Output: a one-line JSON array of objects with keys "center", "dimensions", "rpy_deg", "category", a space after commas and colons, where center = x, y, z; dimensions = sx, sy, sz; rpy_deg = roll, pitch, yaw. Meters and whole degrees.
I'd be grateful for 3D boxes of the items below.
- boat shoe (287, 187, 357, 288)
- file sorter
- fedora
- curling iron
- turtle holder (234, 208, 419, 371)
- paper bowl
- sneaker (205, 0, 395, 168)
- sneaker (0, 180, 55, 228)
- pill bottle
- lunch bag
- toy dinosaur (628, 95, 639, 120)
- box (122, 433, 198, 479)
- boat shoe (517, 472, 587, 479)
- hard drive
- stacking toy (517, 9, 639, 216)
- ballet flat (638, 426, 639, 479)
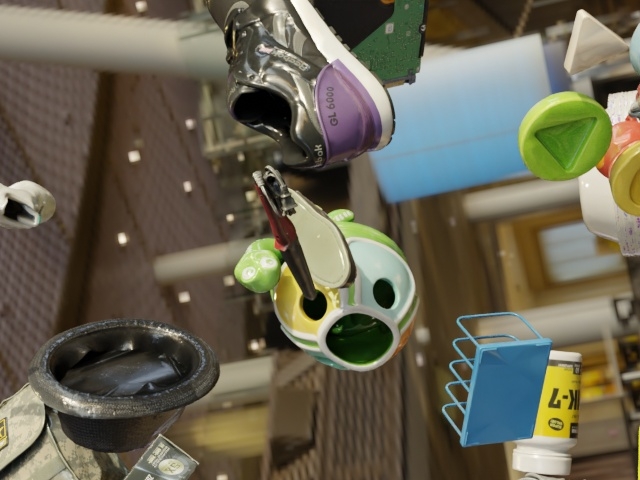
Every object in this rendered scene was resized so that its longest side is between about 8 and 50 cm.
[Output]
[{"center": [0.000, 0.000, 1.927], "dimensions": [0.069, 0.081, 0.228], "rpy_deg": [26, -161, -44], "category": "boat shoe"}, {"center": [0.256, 0.204, 1.887], "dimensions": [0.104, 0.118, 0.170], "rpy_deg": [-127, 39, -56], "category": "file sorter"}, {"center": [-0.346, 0.270, 2.228], "dimensions": [0.334, 0.334, 0.152], "rpy_deg": [-77, -4, -63], "category": "fedora"}, {"center": [-0.042, 0.001, 1.619], "dimensions": [0.068, 0.035, 0.274], "rpy_deg": [55, 168, 34], "category": "curling iron"}, {"center": [0.029, 0.083, 2.133], "dimensions": [0.320, 0.243, 0.227], "rpy_deg": [56, -170, -31], "category": "turtle holder"}, {"center": [0.522, -0.113, 2.162], "dimensions": [0.284, 0.148, 0.284], "rpy_deg": [-4, -90, -73], "category": "paper bowl"}, {"center": [-0.056, -0.182, 1.272], "dimensions": [0.283, 0.124, 0.107], "rpy_deg": [47, 146, 30], "category": "sneaker"}, {"center": [-0.451, -0.045, 1.909], "dimensions": [0.080, 0.094, 0.212], "rpy_deg": [-69, -21, 4], "category": "sneaker"}, {"center": [0.387, 0.295, 2.180], "dimensions": [0.119, 0.119, 0.208], "rpy_deg": [24, -110, -76], "category": "pill bottle"}, {"center": [-0.518, 0.416, 2.329], "dimensions": [0.287, 0.235, 0.169], "rpy_deg": [54, -158, 10], "category": "lunch bag"}, {"center": [0.507, -0.218, 1.477], "dimensions": [0.160, 0.313, 0.121], "rpy_deg": [33, -120, -53], "category": "toy dinosaur"}, {"center": [-0.276, 0.395, 1.914], "dimensions": [0.180, 0.077, 0.147], "rpy_deg": [-52, 0, -22], "category": "box"}, {"center": [0.268, 0.325, 1.530], "dimensions": [0.088, 0.096, 0.267], "rpy_deg": [39, -161, 18], "category": "boat shoe"}, {"center": [0.065, -0.390, 1.941], "dimensions": [0.064, 0.237, 0.339], "rpy_deg": [34, 131, 45], "category": "hard drive"}, {"center": [0.415, -0.207, 1.770], "dimensions": [0.130, 0.279, 0.309], "rpy_deg": [-107, 31, -55], "category": "stacking toy"}, {"center": [0.521, 0.377, 1.949], "dimensions": [0.077, 0.077, 0.231], "rpy_deg": [165, 106, -77], "category": "ballet flat"}]
